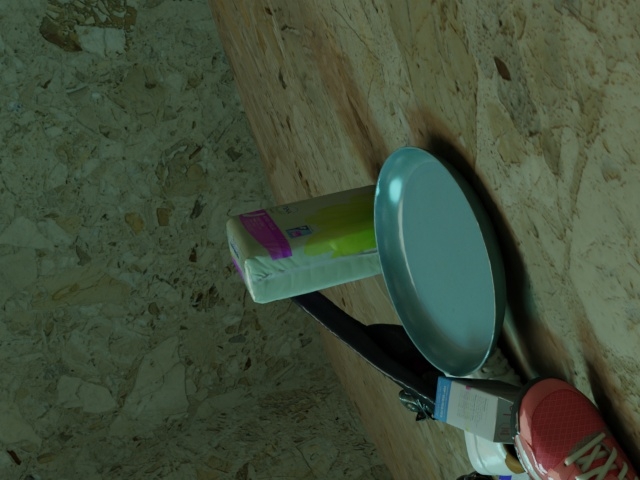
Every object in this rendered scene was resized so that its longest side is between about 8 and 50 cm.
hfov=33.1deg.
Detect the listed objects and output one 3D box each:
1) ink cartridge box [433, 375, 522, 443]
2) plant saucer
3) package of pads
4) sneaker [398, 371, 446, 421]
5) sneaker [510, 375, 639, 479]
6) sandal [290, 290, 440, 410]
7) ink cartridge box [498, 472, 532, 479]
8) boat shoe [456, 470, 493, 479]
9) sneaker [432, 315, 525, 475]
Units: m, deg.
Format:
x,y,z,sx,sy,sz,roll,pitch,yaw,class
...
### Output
x,y,z,sx,sy,sz,roll,pitch,yaw,class
0.240,0.224,1.405,0.181,0.104,0.062,9,91,65,ink cartridge box
0.163,0.025,1.453,0.317,0.043,0.318,165,90,-70,plant saucer
0.000,0.000,1.828,0.229,0.296,0.101,-130,28,-69,package of pads
0.222,0.291,1.882,0.227,0.130,0.087,50,165,58,sneaker
0.334,0.287,1.214,0.314,0.116,0.136,59,163,-5,sneaker
0.142,0.180,1.761,0.445,0.107,0.167,36,178,20,sandal
0.319,0.406,1.712,0.206,0.045,0.208,109,168,-79,ink cartridge box
0.320,0.495,2.149,0.183,0.066,0.066,16,127,68,boat shoe
0.255,0.197,1.560,0.123,0.105,0.290,-12,98,51,sneaker
